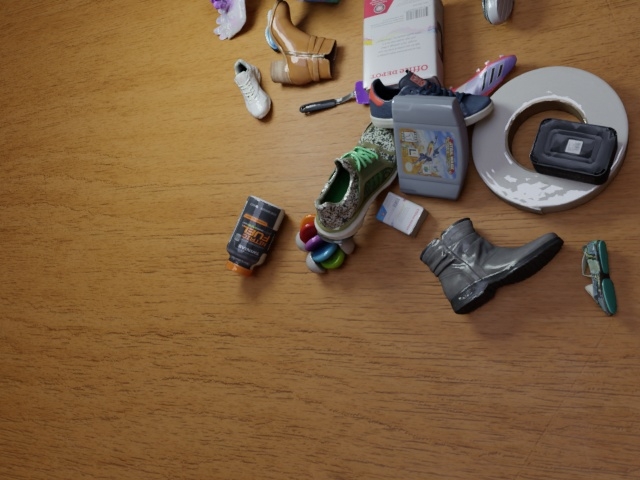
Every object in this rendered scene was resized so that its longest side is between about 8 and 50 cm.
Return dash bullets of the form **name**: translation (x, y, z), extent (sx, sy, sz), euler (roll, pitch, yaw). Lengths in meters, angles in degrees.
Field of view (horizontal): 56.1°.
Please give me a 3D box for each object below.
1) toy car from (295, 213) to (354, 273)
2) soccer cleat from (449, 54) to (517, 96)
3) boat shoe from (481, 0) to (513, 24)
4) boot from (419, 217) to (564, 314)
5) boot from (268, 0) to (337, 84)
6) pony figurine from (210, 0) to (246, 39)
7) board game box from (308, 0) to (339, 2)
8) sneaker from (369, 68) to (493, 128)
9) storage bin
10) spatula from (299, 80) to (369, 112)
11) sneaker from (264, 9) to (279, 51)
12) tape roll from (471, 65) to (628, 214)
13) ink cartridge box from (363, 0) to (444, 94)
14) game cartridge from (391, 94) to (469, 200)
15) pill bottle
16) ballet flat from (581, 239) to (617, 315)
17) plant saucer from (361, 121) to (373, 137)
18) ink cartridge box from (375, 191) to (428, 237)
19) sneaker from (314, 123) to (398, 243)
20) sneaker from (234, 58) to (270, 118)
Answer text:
- **toy car**: translation (0.000, 0.000, 1.794), extent (0.159, 0.136, 0.182), euler (-34, 65, 16)
- **soccer cleat**: translation (0.452, -0.430, 1.703), extent (0.248, 0.083, 0.095), euler (-31, 81, 19)
- **boat shoe**: translation (0.490, -0.760, 1.749), extent (0.119, 0.121, 0.336), euler (-6, 64, 34)
- **boot**: translation (0.437, 0.020, 1.581), extent (0.338, 0.118, 0.223), euler (-33, 60, 12)
- **boot**: translation (-0.056, -0.660, 1.985), extent (0.220, 0.109, 0.284), euler (2, 89, 22)
- **pony figurine**: translation (-0.310, -0.907, 2.094), extent (0.350, 0.363, 0.303), euler (-6, 82, 42)
- **board game box**: translation (-0.057, -0.817, 1.984), extent (0.160, 0.210, 0.047), euler (19, 117, 30)
- **sneaker**: translation (0.291, -0.394, 1.645), extent (0.349, 0.148, 0.131), euler (2, 37, 25)
- **storage bin**: translation (0.621, -0.219, 1.474), extent (0.180, 0.084, 0.122), euler (17, 86, 30)
- **spatula**: translation (0.065, -0.453, 1.930), extent (0.296, 0.030, 0.084), euler (-11, 74, 25)
- **sneaker**: translation (-0.148, -0.737, 2.092), extent (0.073, 0.063, 0.162), euler (-4, 77, 23)
- **tape roll**: translation (0.598, -0.264, 1.585), extent (0.391, 0.072, 0.393), euler (-6, 76, 26)
- **ink cartridge box**: translation (0.251, -0.585, 1.807), extent (0.226, 0.131, 0.307), euler (-4, 77, 24)
- **game cartridge**: translation (0.302, -0.247, 1.635), extent (0.198, 0.297, 0.062), euler (14, 42, 32)
- **pill bottle**: translation (-0.216, -0.009, 1.914), extent (0.130, 0.130, 0.246), euler (23, 90, 30)
- **ballet flat**: translation (0.678, 0.094, 1.471), extent (0.070, 0.070, 0.189), euler (-8, 73, 26)
- **plant saucer**: translation (0.216, -0.292, 1.811), extent (0.198, 0.036, 0.199), euler (-7, 75, 27)
- **ink cartridge box**: translation (0.237, -0.074, 1.738), extent (0.122, 0.052, 0.089), euler (30, 93, 31)
- **sneaker**: translation (0.105, -0.195, 1.693), extent (0.158, 0.182, 0.411), euler (19, 70, 25)
- **sneaker**: translation (-0.248, -0.521, 2.061), extent (0.090, 0.115, 0.232), euler (-30, 66, 18)
